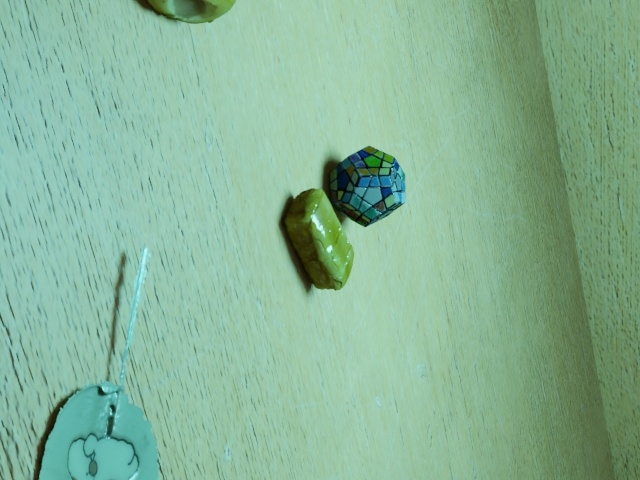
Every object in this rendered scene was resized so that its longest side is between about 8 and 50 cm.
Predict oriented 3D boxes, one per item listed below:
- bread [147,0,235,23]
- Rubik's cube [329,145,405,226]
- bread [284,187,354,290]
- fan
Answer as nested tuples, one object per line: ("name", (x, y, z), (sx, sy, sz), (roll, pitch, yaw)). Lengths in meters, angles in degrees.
("bread", (-0.130, -0.381, 1.304), (0.142, 0.091, 0.305), (22, 64, -59))
("Rubik's cube", (0.064, -0.074, 1.684), (0.111, 0.093, 0.111), (-8, 90, -67))
("bread", (0.000, 0.000, 1.564), (0.074, 0.053, 0.132), (-68, 143, -48))
("fan", (-0.191, 0.157, 1.133), (0.191, 0.009, 0.329), (40, 52, -57))
